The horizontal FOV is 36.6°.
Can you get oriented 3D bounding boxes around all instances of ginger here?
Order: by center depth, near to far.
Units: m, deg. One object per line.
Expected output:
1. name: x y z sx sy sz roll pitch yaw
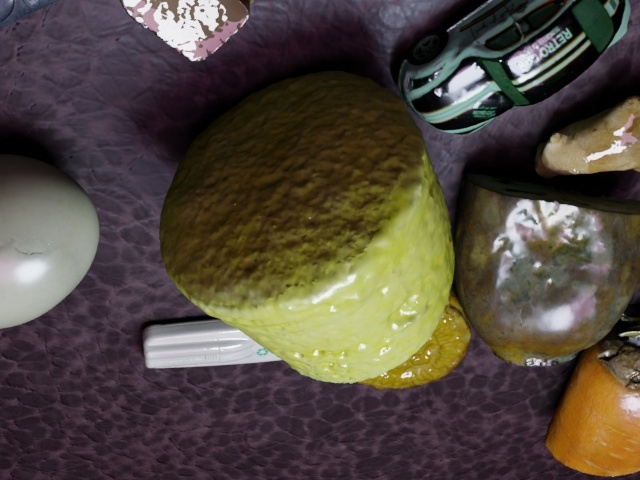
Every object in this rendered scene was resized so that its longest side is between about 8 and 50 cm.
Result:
1. ginger: 0.499 -0.175 1.290 0.348 0.122 0.363 -1 142 -21

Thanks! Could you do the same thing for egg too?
1. egg: -0.411 0.003 1.215 0.269 0.219 0.219 -28 131 7

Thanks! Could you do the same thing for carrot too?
1. carrot: 0.521 0.256 1.623 0.214 0.193 0.331 26 130 22

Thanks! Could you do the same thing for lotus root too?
1. lotus root: 0.311 0.059 1.364 0.267 0.149 0.260 10 105 -2

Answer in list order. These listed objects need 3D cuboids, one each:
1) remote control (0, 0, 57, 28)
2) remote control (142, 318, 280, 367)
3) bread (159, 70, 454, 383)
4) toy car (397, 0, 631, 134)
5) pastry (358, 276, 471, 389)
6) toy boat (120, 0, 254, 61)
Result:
1. remote control: -0.457 -0.251 1.097 0.378 0.044 0.107 -22 135 10
2. remote control: -0.161 0.163 1.517 0.230 0.049 0.090 -4 134 -9
3. bread: 0.000 0.000 1.213 0.348 0.348 0.307 -22 136 10
4. toy car: 0.242 -0.231 1.189 0.306 0.125 0.136 -34 129 18
5. pastry: 0.110 0.132 1.483 0.235 0.132 0.240 -5 131 -7
6. toy boat: -0.169 -0.293 1.099 0.116 0.061 0.188 -37 127 22
